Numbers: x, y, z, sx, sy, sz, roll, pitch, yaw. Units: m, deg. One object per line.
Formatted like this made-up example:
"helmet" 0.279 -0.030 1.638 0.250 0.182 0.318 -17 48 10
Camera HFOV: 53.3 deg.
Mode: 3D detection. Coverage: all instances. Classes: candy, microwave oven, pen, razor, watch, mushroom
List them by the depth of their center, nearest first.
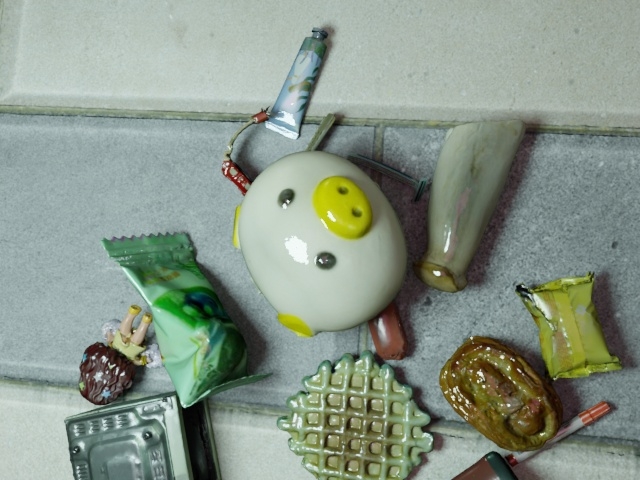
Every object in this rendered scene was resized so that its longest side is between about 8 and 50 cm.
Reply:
"pen" 0.495 0.403 1.332 0.239 0.028 0.028 -32 81 4
"microwave oven" -0.364 0.515 1.348 0.286 0.218 0.355 -12 83 6
"candy" -0.284 0.152 1.352 0.171 0.263 0.398 -30 81 17
"mushroom" 0.302 -0.092 1.361 0.154 0.137 0.408 23 81 -3
"razor" 0.147 -0.154 1.436 0.191 0.037 0.068 28 130 14
"watch" -0.106 -0.218 1.443 0.164 0.102 0.268 36 92 -11

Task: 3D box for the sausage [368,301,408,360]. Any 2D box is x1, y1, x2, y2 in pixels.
"sausage" 0.144 0.193 1.382 0.076 0.076 0.141 -15 83 6

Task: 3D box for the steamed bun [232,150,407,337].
"steamed bun" 0.001 0.002 1.304 0.333 0.334 0.374 -34 76 3

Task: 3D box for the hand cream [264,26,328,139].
"hand cream" -0.046 -0.365 1.482 0.088 0.055 0.256 23 95 3

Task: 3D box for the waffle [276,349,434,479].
"waffle" 0.079 0.401 1.375 0.292 0.056 0.309 -44 81 3

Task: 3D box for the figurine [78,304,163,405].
"figurine" -0.452 0.259 1.438 0.174 0.116 0.240 32 89 10

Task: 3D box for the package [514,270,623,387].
"package" 0.512 0.182 1.321 0.168 0.090 0.227 -14 80 10

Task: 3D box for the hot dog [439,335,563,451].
"hot dog" 0.373 0.318 1.305 0.259 0.114 0.175 40 87 15

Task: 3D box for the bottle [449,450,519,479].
"bottle" 0.261 0.579 1.292 0.336 0.144 0.144 -37 80 5
